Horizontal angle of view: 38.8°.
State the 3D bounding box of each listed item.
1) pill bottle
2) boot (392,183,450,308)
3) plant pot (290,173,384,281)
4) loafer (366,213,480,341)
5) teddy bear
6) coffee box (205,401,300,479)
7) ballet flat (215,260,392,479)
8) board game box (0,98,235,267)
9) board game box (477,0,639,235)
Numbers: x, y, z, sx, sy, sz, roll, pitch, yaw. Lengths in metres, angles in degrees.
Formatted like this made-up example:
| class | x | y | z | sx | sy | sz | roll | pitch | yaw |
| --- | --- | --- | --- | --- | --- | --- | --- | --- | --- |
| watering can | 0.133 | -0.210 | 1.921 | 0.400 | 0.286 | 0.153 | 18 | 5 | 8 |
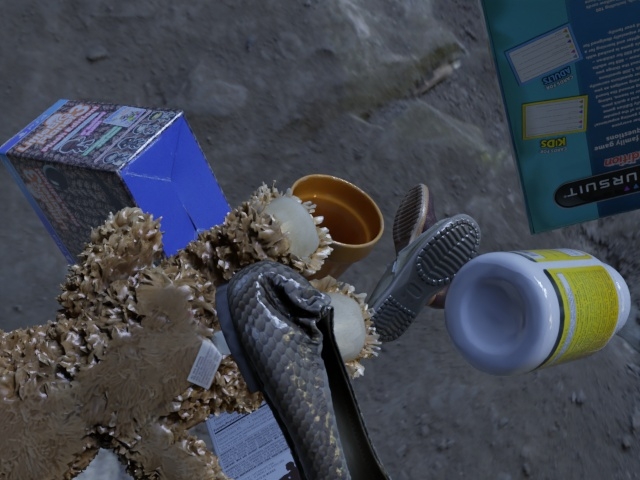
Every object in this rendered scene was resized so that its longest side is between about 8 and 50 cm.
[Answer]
| class | x | y | z | sx | sy | sz | roll | pitch | yaw |
| --- | --- | --- | --- | --- | --- | --- | --- | --- | --- |
| pill bottle | 0.363 | 0.108 | 1.456 | 0.188 | 0.334 | 0.188 | 1 | 91 | 42 |
| boot | 0.249 | 0.025 | 1.865 | 0.090 | 0.207 | 0.248 | -19 | 58 | 52 |
| plant pot | 0.000 | 0.000 | 1.872 | 0.205 | 0.205 | 0.188 | 42 | 131 | 15 |
| loafer | 0.165 | 0.054 | 1.576 | 0.268 | 0.092 | 0.102 | -45 | 114 | -5 |
| teddy bear | -0.121 | 0.089 | 0.714 | 0.338 | 0.113 | 0.245 | -43 | 94 | -12 |
| coffee box | -0.052 | 0.285 | 1.170 | 0.119 | 0.168 | 0.297 | -31 | 43 | 1 |
| ballet flat | 0.018 | 0.122 | 0.518 | 0.058 | 0.084 | 0.250 | -24 | 99 | 11 |
| board game box | -0.296 | -0.070 | 1.351 | 0.291 | 0.232 | 0.141 | 11 | 47 | 39 |
| board game box | 0.291 | -0.179 | 0.859 | 0.254 | 0.336 | 0.079 | -13 | 40 | 11 |
